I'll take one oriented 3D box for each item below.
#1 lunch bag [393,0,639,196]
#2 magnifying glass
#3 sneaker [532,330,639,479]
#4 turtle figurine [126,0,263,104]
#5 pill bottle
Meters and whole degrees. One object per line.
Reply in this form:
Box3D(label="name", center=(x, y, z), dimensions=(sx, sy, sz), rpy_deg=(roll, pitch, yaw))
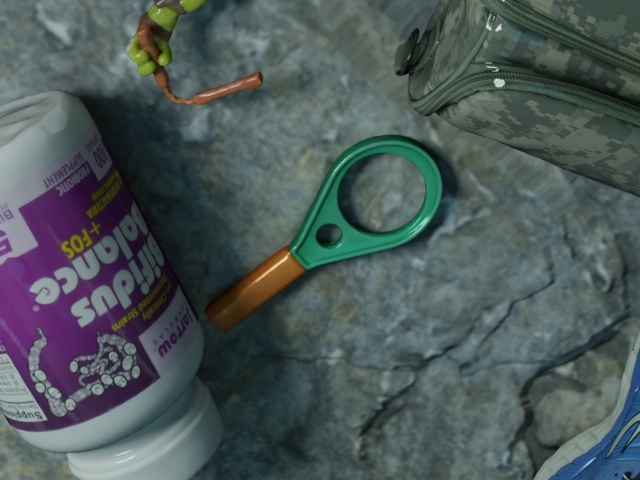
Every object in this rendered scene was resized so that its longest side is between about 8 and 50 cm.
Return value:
Box3D(label="lunch bag", center=(0.232, -0.143, 0.763), dimensions=(0.305, 0.213, 0.256), rpy_deg=(19, 144, -10))
Box3D(label="magnifying glass", center=(0.000, 0.000, 0.914), dimensions=(0.231, 0.026, 0.092), rpy_deg=(-37, 111, 14))
Box3D(label="sneaker", center=(0.309, 0.177, 0.942), dimensions=(0.129, 0.147, 0.330), rpy_deg=(25, 110, -13))
Box3D(label="turtle figurine", center=(-0.080, -0.237, 0.765), dimensions=(0.217, 0.087, 0.269), rpy_deg=(30, 117, -31))
Box3D(label="pill bottle", center=(-0.191, 0.053, 0.849), dimensions=(0.169, 0.169, 0.302), rpy_deg=(-22, 114, 7))
